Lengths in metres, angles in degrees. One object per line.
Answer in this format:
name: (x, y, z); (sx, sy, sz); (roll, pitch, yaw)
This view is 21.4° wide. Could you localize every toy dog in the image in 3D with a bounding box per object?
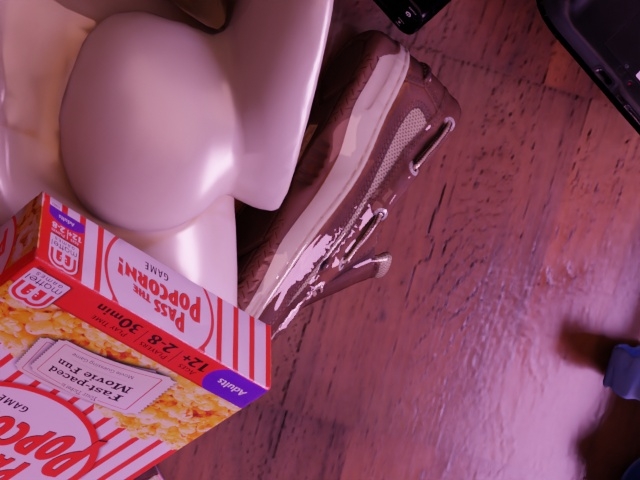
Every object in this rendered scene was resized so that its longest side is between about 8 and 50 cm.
toy dog: (-0.235, -0.084, 0.914); (0.408, 0.284, 0.395); (8, 116, -13)

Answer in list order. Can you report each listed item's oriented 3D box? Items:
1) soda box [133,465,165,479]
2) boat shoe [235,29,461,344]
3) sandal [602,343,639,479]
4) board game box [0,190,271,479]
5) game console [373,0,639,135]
soda box: (-0.087, 0.227, 1.070); (0.058, 0.063, 0.183); (-29, 104, -8)
boat shoe: (0.003, 0.001, 1.045); (0.095, 0.095, 0.257); (33, 90, -21)
sandal: (0.311, 0.070, 1.111); (0.317, 0.126, 0.138); (-36, 100, -7)
board game box: (-0.143, 0.071, 0.852); (0.146, 0.045, 0.193); (32, 128, -32)
game console: (0.157, -0.156, 1.031); (0.213, 0.044, 0.361); (-43, 94, -18)
